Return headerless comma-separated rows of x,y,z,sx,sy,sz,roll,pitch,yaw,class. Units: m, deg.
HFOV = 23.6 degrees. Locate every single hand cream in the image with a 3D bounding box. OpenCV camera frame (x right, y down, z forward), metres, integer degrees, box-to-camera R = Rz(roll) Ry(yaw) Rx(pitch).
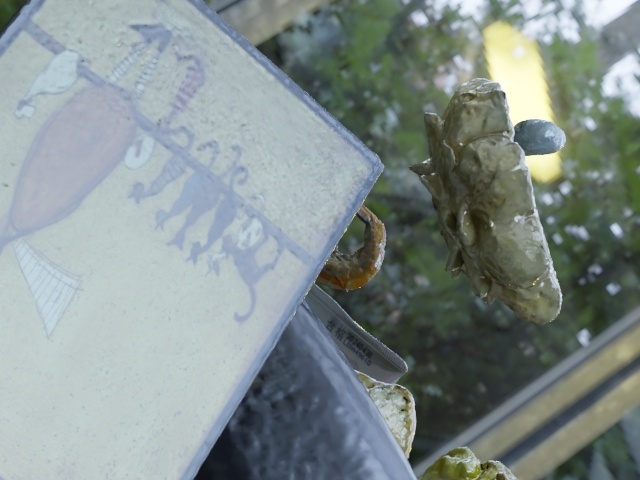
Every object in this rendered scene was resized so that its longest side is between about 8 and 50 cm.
0.025,0.186,2.073,0.185,0.118,0.358,42,-27,17,hand cream

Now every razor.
-0.037,0.180,1.322,0.326,0.189,0.107,60,-17,10,razor

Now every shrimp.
0.000,0.000,1.467,0.127,0.091,0.025,10,-15,9,shrimp

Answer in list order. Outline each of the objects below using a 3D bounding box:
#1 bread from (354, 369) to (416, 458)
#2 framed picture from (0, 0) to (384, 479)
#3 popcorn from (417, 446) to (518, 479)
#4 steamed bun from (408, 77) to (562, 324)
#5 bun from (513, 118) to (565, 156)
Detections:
-0.013,0.221,1.769,0.246,0.174,0.121,9,-14,39,bread
-0.127,-0.004,0.931,0.255,0.338,0.014,41,-29,-16,framed picture
0.212,0.403,2.062,0.233,0.192,0.266,44,-44,7,popcorn
0.192,-0.033,1.817,0.292,0.137,0.295,-104,175,-45,steamed bun
0.280,-0.134,2.005,0.083,0.083,0.045,163,-73,-70,bun
